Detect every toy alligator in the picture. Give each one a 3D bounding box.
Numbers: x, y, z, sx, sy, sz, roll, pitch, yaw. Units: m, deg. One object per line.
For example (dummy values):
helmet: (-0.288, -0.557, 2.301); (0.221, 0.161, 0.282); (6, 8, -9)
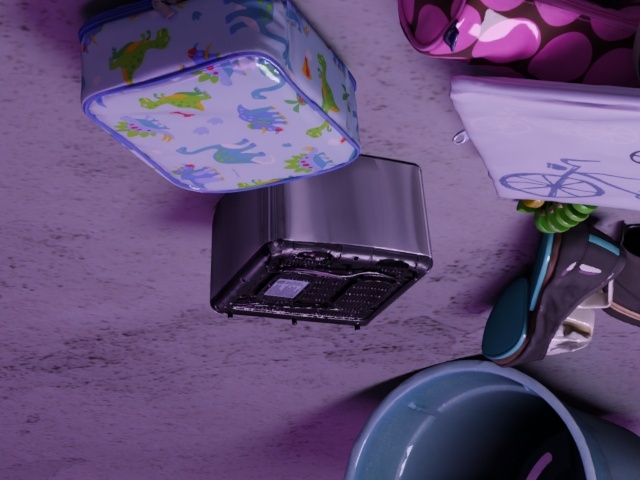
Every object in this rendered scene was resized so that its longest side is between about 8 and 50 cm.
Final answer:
toy alligator: (0.242, -0.047, 1.731); (0.056, 0.051, 0.189); (11, 153, -31)

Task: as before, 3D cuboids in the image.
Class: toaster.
toaster: (0.000, 0.000, 1.733); (0.168, 0.110, 0.186); (5, 156, -21)

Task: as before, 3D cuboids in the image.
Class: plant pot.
plant pot: (0.258, 0.331, 2.319); (0.341, 0.341, 0.334); (-19, 161, 32)

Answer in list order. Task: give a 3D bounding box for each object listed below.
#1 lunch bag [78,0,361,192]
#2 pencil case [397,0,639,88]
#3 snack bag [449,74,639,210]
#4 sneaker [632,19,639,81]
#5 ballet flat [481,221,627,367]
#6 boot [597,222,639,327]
lunch bag: (-0.079, -0.115, 1.475); (0.176, 0.090, 0.219); (-14, 155, 20)
pencil case: (0.164, -0.160, 1.412); (0.209, 0.095, 0.098); (9, 143, -33)
snack bag: (0.268, -0.073, 1.508); (0.323, 0.037, 0.342); (6, 169, 15)
sneaker: (0.306, -0.153, 1.330); (0.083, 0.118, 0.222); (3, 139, -32)
ballet flat: (0.241, 0.067, 1.934); (0.096, 0.095, 0.280); (12, 156, -5)
boot: (0.379, 0.052, 1.911); (0.198, 0.077, 0.137); (13, 153, 6)
